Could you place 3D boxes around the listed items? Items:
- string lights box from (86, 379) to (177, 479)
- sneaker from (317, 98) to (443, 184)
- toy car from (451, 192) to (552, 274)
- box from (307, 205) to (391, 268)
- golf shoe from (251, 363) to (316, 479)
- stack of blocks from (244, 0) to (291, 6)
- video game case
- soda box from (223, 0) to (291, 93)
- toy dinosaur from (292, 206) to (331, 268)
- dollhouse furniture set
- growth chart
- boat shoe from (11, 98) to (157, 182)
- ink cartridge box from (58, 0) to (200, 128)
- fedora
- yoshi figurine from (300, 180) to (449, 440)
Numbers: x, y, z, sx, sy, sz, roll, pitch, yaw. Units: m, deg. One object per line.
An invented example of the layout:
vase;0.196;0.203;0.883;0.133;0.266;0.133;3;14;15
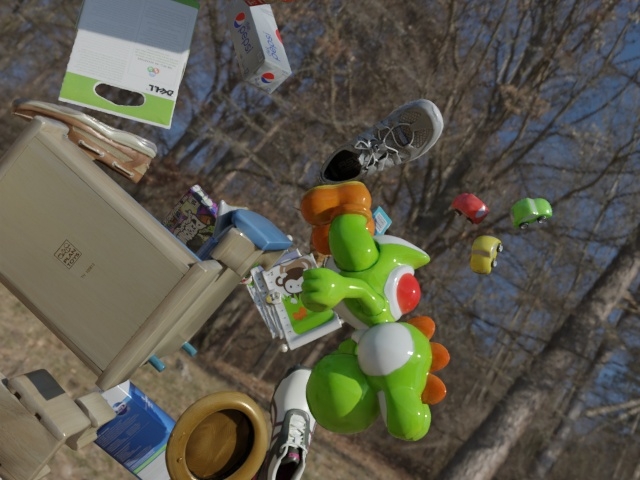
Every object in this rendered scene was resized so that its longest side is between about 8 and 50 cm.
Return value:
string lights box;-0.414;0.426;1.611;0.259;0.133;0.077;49;2;-20
sneaker;0.115;-0.173;1.408;0.281;0.115;0.105;-30;-84;34
toy car;0.438;-0.053;1.729;0.225;0.239;0.053;-20;-36;16
box;0.077;-0.002;1.997;0.244;0.100;0.060;-29;-75;40
golf shoe;-0.050;0.379;1.396;0.105;0.272;0.120;17;-10;-17
stack of blocks;-0.049;-0.605;1.594;0.297;0.087;0.171;-4;-3;14
video game case;-0.287;0.015;1.708;0.210;0.042;0.232;47;-55;-1
soda box;-0.167;-0.528;1.901;0.098;0.286;0.091;19;-46;-43
toy dinosaur;0.000;0.000;1.620;0.112;0.211;0.064;-1;-28;-8
dollhouse furniture set;-0.214;0.044;0.751;0.198;0.286;0.303;42;7;7
growth chart;-0.059;0.100;1.416;0.237;0.172;0.021;55;-6;24
boat shoe;-0.529;-0.219;1.608;0.324;0.116;0.123;21;-1;-25
ink cartridge box;-0.329;-0.310;1.241;0.189;0.255;0.097;14;-20;-15
fedora;-0.190;0.357;1.285;0.194;0.194;0.079;44;-17;-20
yoshi figurine;0.035;0.114;1.012;0.204;0.362;0.203;6;-34;-34
